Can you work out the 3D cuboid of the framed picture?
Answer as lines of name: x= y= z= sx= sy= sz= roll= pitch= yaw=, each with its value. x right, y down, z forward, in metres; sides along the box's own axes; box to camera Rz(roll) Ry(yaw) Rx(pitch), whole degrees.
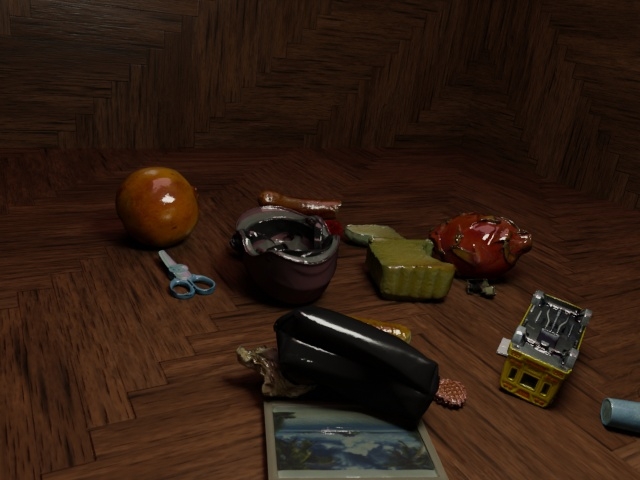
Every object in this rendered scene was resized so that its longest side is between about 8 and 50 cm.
framed picture: x=0.054 y=0.373 z=1.054 sx=0.315 sy=0.024 sz=0.232 roll=4 pitch=20 yaw=-10

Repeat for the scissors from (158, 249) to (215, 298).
scissors: x=-0.402 y=0.092 z=1.616 sx=0.125 sy=0.030 sz=0.256 roll=-11 pitch=30 yaw=-37

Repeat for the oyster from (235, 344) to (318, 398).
oyster: x=-0.089 y=0.272 z=1.189 sx=0.191 sy=0.081 sz=0.163 roll=34 pitch=16 yaw=5

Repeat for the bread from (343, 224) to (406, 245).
bread: x=0.199 y=-0.010 z=2.025 sx=0.232 sy=0.064 sz=0.172 roll=16 pitch=23 yaw=19

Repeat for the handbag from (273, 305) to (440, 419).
handbag: x=0.066 y=0.231 z=1.214 sx=0.343 sy=0.152 sz=0.288 roll=24 pitch=4 yaw=0

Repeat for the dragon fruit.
dragon fruit: x=0.517 y=0.017 z=1.852 sx=0.315 sy=0.250 sz=0.250 roll=-6 pitch=21 yaw=3

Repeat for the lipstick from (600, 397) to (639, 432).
lipstick: x=0.739 y=0.383 z=1.193 sx=0.274 sy=0.061 sz=0.068 roll=9 pitch=19 yaw=6

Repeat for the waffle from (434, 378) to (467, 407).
waffle: x=0.278 y=0.330 z=1.230 sx=0.075 sy=0.029 sz=0.083 roll=14 pitch=24 yaw=18

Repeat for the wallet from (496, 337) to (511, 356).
wallet: x=0.479 y=0.275 z=1.457 sx=0.044 sy=0.011 sz=0.083 roll=17 pitch=24 yaw=24

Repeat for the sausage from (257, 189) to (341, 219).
sausage: x=-0.072 y=-0.118 z=1.962 sx=0.303 sy=0.076 sz=0.103 roll=5 pitch=-23 yaw=-18

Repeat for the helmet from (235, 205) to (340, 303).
helmet: x=-0.094 y=0.049 z=1.595 sx=0.271 sy=0.197 sz=0.338 roll=-15 pitch=30 yaw=-32

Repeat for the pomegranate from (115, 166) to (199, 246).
pomegranate: x=-0.508 y=-0.109 z=1.804 sx=0.265 sy=0.264 sz=0.264 roll=6 pitch=21 yaw=-2

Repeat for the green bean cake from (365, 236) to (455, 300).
green bean cake: x=0.264 y=0.085 z=1.721 sx=0.233 sy=0.124 sz=0.236 roll=2 pitch=22 yaw=-10

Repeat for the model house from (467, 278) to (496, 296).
model house: x=0.496 y=0.145 z=1.753 sx=0.083 sy=0.057 sz=0.058 roll=-5 pitch=-11 yaw=23

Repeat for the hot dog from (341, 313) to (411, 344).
hot dog: x=0.084 y=0.219 z=1.415 sx=0.286 sy=0.061 sz=0.088 roll=8 pitch=10 yaw=-2

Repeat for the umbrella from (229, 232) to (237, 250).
umbrella: x=-0.183 y=-0.031 z=1.912 sx=0.143 sy=0.094 sz=0.349 roll=37 pitch=26 yaw=-4

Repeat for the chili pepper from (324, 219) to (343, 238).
chili pepper: x=0.000 y=0.000 z=1.885 sx=0.110 sy=0.110 sz=0.387 roll=13 pitch=19 yaw=15

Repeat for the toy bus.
toy bus: x=0.537 y=0.247 z=1.360 sx=0.144 sy=0.152 sz=0.330 roll=23 pitch=28 yaw=24
